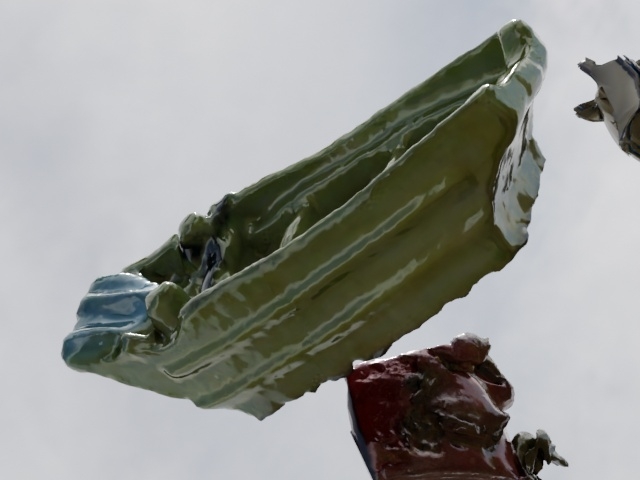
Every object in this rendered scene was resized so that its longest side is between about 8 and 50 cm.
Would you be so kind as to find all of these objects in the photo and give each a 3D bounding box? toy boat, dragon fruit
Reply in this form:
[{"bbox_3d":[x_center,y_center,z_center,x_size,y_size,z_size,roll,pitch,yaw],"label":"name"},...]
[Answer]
[{"bbox_3d":[0.266,-0.075,1.351,0.066,0.084,0.210,-40,-41,21],"label":"toy boat"},{"bbox_3d":[0.003,0.005,0.844,0.084,0.276,0.111,49,-146,-17],"label":"toy boat"},{"bbox_3d":[0.069,0.102,0.945,0.096,0.102,0.147,-23,-22,-1],"label":"dragon fruit"}]
